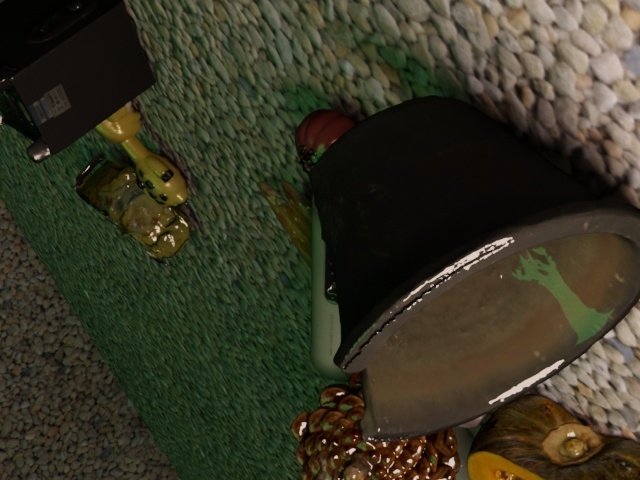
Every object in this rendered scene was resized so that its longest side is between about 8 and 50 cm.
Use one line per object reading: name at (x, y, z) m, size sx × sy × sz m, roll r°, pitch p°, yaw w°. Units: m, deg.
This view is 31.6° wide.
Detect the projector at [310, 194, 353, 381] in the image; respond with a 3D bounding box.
projector at (0.039, 0.060, 1.610) m, size 0.108 × 0.108 × 0.337 m, roll 37°, pitch 146°, yaw 30°

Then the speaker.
speaker at (-0.455, -0.295, 1.871) m, size 0.232 × 0.254 × 0.184 m, roll 31°, pitch 152°, yaw 41°

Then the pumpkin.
pumpkin at (0.344, 0.344, 1.502) m, size 0.317 × 0.139 × 0.221 m, roll 19°, pitch 139°, yaw 48°

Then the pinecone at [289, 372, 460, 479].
pinecone at (0.081, 0.318, 1.644) m, size 0.264 × 0.264 × 0.264 m, roll 41°, pitch 156°, yaw 23°

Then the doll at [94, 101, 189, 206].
doll at (-0.340, -0.177, 2.058) m, size 0.291 × 0.086 × 0.117 m, roll 53°, pitch 154°, yaw -10°

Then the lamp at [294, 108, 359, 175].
lamp at (0.015, -0.118, 1.454) m, size 0.107 × 0.092 × 0.107 m, roll 41°, pitch 156°, yaw 22°

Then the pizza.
pizza at (0.000, 0.000, 1.744) m, size 0.262 × 0.034 × 0.181 m, roll 48°, pitch 158°, yaw -2°

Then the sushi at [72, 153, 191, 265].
sushi at (-0.361, -0.074, 2.238) m, size 0.291 × 0.139 × 0.131 m, roll 36°, pitch 173°, yaw 35°

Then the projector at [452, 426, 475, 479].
projector at (0.207, 0.435, 1.814) m, size 0.250 × 0.198 × 0.108 m, roll 48°, pitch 157°, yaw 7°

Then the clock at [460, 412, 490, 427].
clock at (0.179, 0.175, 1.633) m, size 0.197 × 0.068 × 0.197 m, roll 41°, pitch 155°, yaw 23°

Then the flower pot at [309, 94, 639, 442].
flower pot at (0.139, 0.006, 1.182) m, size 0.379 × 0.380 × 0.251 m, roll 87°, pitch 159°, yaw -56°
